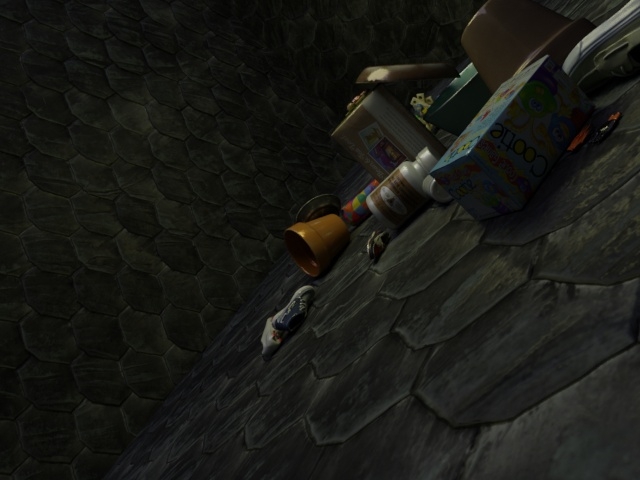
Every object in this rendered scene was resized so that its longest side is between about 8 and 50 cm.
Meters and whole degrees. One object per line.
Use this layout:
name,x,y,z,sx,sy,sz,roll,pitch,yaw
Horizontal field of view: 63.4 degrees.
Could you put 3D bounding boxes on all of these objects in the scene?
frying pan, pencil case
frying pan,-0.009,-0.052,2.044,0.197,0.053,0.326,-16,-38,-22
pencil case,0.181,-0.154,2.008,0.236,0.104,0.104,-40,10,35

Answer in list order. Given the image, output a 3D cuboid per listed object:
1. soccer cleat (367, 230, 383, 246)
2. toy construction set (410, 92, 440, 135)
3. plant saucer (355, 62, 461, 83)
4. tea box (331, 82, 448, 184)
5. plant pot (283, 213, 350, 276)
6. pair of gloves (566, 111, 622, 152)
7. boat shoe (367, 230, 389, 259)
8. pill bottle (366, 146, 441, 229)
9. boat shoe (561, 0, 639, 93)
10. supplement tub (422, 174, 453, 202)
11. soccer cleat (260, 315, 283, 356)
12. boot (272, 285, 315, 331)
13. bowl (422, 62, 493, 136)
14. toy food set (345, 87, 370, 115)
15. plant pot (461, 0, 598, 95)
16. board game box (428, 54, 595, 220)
soccer cleat,0.166,0.005,1.545,0.083,0.029,0.035,-47,-2,-26
toy construction set,0.457,-0.528,2.261,0.215,0.151,0.327,-38,23,50
plant saucer,0.258,-0.499,1.542,0.311,0.050,0.310,-2,18,1
tea box,0.232,-0.317,1.674,0.220,0.329,0.323,-44,9,17
plant pot,0.000,0.000,1.917,0.188,0.205,0.205,-34,2,-24
pair of gloves,0.469,-0.184,0.890,0.074,0.010,0.083,-48,10,-16
boat shoe,0.162,0.012,1.462,0.043,0.049,0.137,-1,26,19
pill bottle,0.250,-0.148,1.458,0.229,0.131,0.131,-44,8,22
boat shoe,0.556,-0.353,0.945,0.302,0.109,0.094,124,141,-64
supplement tub,0.305,-0.136,1.325,0.071,0.071,0.107,-46,9,8
soccer cleat,-0.160,0.304,1.668,0.076,0.068,0.196,-49,10,9
boot,-0.063,0.218,1.631,0.086,0.069,0.190,1,41,50
bowl,0.465,-0.412,1.504,0.311,0.163,0.311,-46,8,9
toy food set,0.118,-0.447,1.640,0.122,0.019,0.078,-37,13,51
plant pot,0.455,-0.439,1.181,0.263,0.229,0.263,-38,-12,-10
board game box,0.366,-0.191,0.995,0.275,0.142,0.144,-49,8,-16
